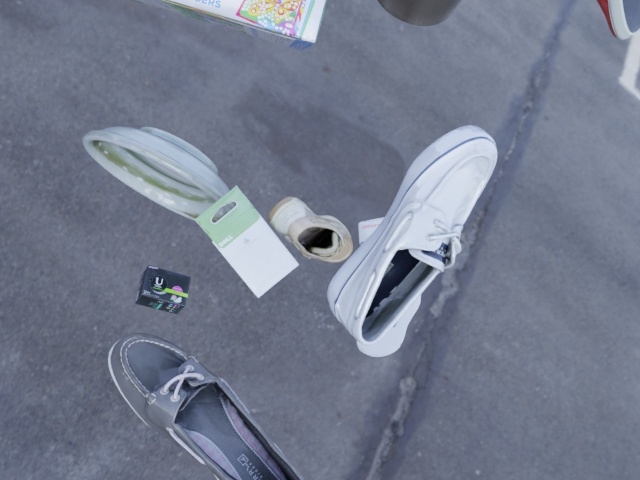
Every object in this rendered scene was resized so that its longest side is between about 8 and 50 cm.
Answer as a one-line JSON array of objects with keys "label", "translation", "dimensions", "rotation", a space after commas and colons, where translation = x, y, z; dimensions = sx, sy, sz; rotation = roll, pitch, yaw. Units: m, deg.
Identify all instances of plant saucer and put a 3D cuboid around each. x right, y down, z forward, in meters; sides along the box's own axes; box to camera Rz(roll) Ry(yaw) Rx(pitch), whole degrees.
[{"label": "plant saucer", "translation": [-0.357, -0.168, 1.708], "dimensions": [0.400, 0.400, 0.100], "rotation": [30, 74, -14]}]

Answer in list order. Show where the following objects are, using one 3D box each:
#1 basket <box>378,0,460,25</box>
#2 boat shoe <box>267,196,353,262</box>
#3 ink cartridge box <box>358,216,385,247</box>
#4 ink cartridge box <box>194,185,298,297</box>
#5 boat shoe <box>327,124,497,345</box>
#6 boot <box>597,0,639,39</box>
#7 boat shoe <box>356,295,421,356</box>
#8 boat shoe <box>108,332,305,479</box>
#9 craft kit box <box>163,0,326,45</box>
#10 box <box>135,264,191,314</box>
[{"label": "basket", "translation": [0.166, -0.418, 0.982], "dimensions": [0.204, 0.227, 0.154], "rotation": [5, 61, -12]}, {"label": "boat shoe", "translation": [0.000, 0.000, 1.559], "dimensions": [0.098, 0.109, 0.302], "rotation": [46, 6, 31]}, {"label": "ink cartridge box", "translation": [0.164, 0.021, 1.914], "dimensions": [0.063, 0.109, 0.150], "rotation": [24, 60, -60]}, {"label": "ink cartridge box", "translation": [-0.150, 0.000, 1.454], "dimensions": [0.209, 0.109, 0.062], "rotation": [53, -5, -19]}, {"label": "boat shoe", "translation": [0.110, 0.001, 0.766], "dimensions": [0.095, 0.258, 0.084], "rotation": [22, 18, -34]}, {"label": "boot", "translation": [0.460, -0.462, 1.265], "dimensions": [0.088, 0.176, 0.244], "rotation": [-32, 109, -31]}, {"label": "boat shoe", "translation": [0.176, 0.177, 1.814], "dimensions": [0.108, 0.301, 0.102], "rotation": [20, 44, 1]}, {"label": "boat shoe", "translation": [-0.135, 0.238, 0.940], "dimensions": [0.335, 0.095, 0.112], "rotation": [48, 49, 0]}, {"label": "craft kit box", "translation": [-0.123, -0.248, 0.715], "dimensions": [0.247, 0.061, 0.250], "rotation": [12, 12, -7]}, {"label": "box", "translation": [-0.289, 0.091, 1.330], "dimensions": [0.083, 0.052, 0.062], "rotation": [17, 59, -21]}]
